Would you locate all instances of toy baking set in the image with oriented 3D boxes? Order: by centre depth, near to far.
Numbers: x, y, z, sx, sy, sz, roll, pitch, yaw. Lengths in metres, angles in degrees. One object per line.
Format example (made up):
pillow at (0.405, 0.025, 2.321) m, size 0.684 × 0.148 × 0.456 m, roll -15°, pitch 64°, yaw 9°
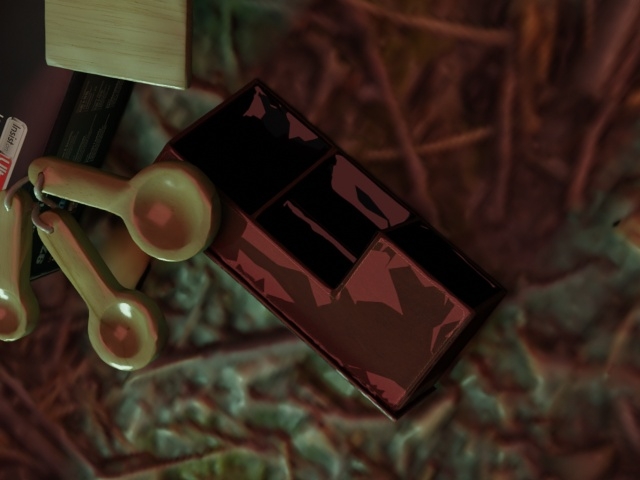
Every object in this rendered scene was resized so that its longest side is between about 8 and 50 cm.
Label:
toy baking set at (-0.147, -0.032, 0.558) m, size 0.256 × 0.030 × 0.197 m, roll -14°, pitch 94°, yaw 26°

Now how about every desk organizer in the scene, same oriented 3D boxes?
desk organizer at (0.000, 0.000, 0.546) m, size 0.130 × 0.047 × 0.050 m, roll 41°, pitch 111°, yaw 12°

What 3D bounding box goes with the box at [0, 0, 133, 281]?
box at (-0.146, -0.117, 0.588) m, size 0.175 × 0.051 × 0.220 m, roll 31°, pitch 111°, yaw 16°
